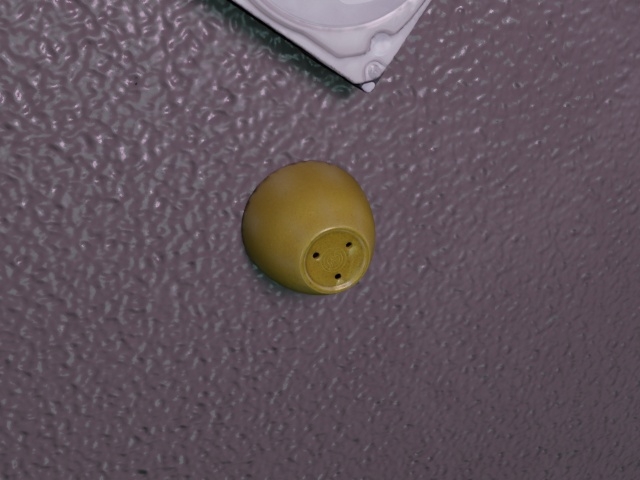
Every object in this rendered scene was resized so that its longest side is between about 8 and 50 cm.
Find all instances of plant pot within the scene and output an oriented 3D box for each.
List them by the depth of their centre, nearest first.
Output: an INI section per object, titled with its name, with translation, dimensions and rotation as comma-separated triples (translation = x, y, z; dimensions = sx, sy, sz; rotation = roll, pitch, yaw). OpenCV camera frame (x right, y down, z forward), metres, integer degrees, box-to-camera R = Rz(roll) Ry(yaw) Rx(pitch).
[plant pot]
translation = 0.000, 0.000, 0.734
dimensions = 0.134, 0.095, 0.134
rotation = -7, 114, -17

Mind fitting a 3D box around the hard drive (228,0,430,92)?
[hard drive]
translation = -0.031, -0.306, 0.612
dimensions = 0.339, 0.064, 0.236
rotation = 30, 100, -26
